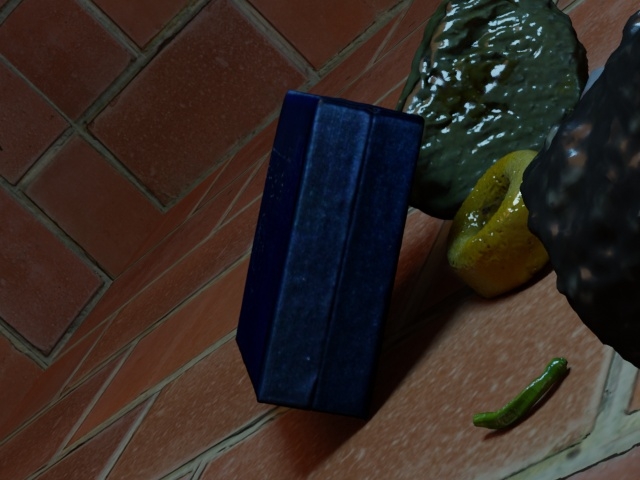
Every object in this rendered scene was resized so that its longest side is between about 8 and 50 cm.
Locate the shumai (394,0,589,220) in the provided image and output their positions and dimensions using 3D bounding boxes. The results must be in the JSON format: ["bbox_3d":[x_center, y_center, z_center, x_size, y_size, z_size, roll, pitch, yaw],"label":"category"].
[{"bbox_3d":[0.174,-0.132,1.366,0.218,0.189,0.256,64,-128,-84],"label":"shumai"}]

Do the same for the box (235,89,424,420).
[{"bbox_3d":[0.000,0.000,1.260,0.261,0.116,0.279,-132,54,-80],"label":"box"}]

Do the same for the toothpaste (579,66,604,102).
[{"bbox_3d":[0.249,-0.087,1.196,0.067,0.043,0.194,-34,24,47],"label":"toothpaste"}]

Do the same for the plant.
[{"bbox_3d":[0.233,-0.040,0.695,0.234,0.178,0.204,-45,54,36],"label":"plant"}]

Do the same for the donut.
[{"bbox_3d":[0.168,-0.019,1.153,0.152,0.058,0.152,-53,13,19],"label":"donut"}]

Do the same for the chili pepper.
[{"bbox_3d":[0.145,0.113,0.933,0.083,0.017,0.030,-41,11,10],"label":"chili pepper"}]
